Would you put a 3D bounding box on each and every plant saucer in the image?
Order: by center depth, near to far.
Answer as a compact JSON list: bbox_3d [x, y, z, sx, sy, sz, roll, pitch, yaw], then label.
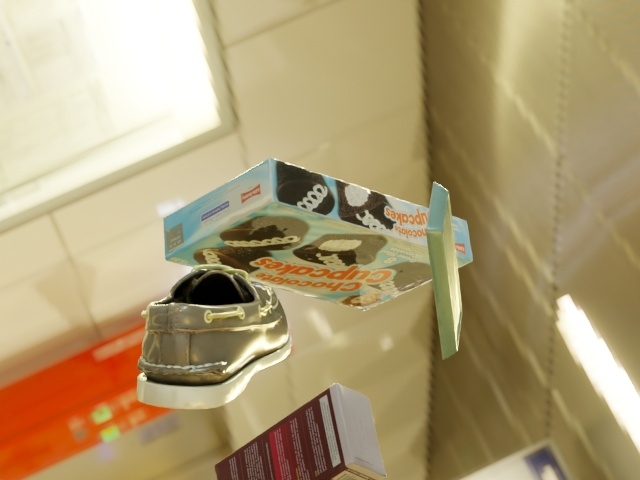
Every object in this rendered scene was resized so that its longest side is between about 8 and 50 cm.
[{"bbox_3d":[0.122,0.032,1.608,0.192,0.018,0.067,78,17,-46],"label":"plant saucer"}]

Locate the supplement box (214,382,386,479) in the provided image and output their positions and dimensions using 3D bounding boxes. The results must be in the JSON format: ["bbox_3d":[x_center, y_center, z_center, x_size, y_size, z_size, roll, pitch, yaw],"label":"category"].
[{"bbox_3d":[-0.031,0.310,2.212,0.073,0.239,0.130,29,37,-40],"label":"supplement box"}]

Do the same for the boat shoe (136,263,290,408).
[{"bbox_3d":[-0.091,0.072,1.496,0.305,0.109,0.091,-44,136,-75],"label":"boat shoe"}]

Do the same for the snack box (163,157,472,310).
[{"bbox_3d":[0.000,0.000,1.909,0.187,0.322,0.060,-27,-121,40],"label":"snack box"}]
